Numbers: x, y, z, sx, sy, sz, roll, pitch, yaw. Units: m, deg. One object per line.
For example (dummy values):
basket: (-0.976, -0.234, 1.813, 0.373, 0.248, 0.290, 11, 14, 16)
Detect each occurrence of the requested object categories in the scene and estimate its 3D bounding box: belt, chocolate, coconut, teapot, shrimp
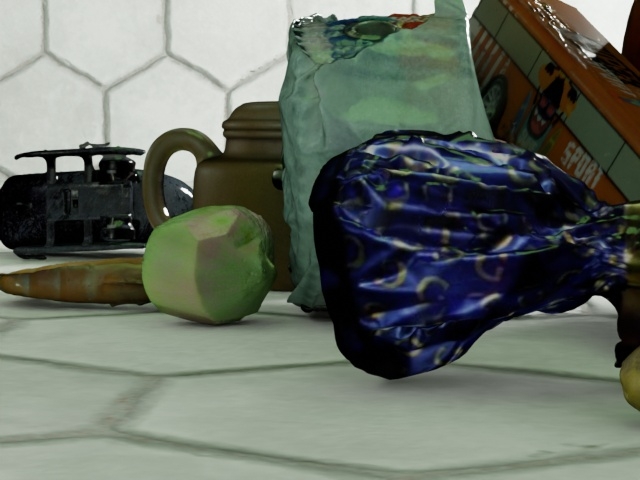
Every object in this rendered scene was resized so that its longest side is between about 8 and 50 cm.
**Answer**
belt: (0.042, -0.052, 1.098, 0.150, 0.207, 0.257, -2, -2, -1)
chocolate: (0.174, 0.006, 0.775, 0.343, 0.148, 0.126, -1, 27, 20)
coconut: (-0.066, 0.015, 1.042, 0.081, 0.083, 0.082, 2, 45, 33)
teapot: (-0.023, -0.053, 1.322, 0.267, 0.175, 0.185, 2, 2, 19)
shrimp: (-0.139, 0.030, 1.161, 0.178, 0.034, 0.124, -4, -2, 4)

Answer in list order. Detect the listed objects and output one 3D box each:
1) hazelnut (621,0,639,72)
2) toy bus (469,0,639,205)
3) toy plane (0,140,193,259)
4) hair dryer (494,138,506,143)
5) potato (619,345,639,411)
hazelnut: (0.422, -0.129, 1.119, 0.402, 0.402, 0.429, 0, -13, -10)
toy bus: (0.179, -0.060, 1.052, 0.093, 0.092, 0.409, 18, 22, -21)
toy plane: (-0.161, -0.031, 1.553, 0.381, 0.106, 0.155, -4, -8, 9)
hair dryer: (0.329, -0.067, 1.784, 0.352, 0.210, 0.125, 32, 22, 29)
potato: (0.176, 0.058, 0.704, 0.092, 0.045, 0.046, 3, -39, -9)
